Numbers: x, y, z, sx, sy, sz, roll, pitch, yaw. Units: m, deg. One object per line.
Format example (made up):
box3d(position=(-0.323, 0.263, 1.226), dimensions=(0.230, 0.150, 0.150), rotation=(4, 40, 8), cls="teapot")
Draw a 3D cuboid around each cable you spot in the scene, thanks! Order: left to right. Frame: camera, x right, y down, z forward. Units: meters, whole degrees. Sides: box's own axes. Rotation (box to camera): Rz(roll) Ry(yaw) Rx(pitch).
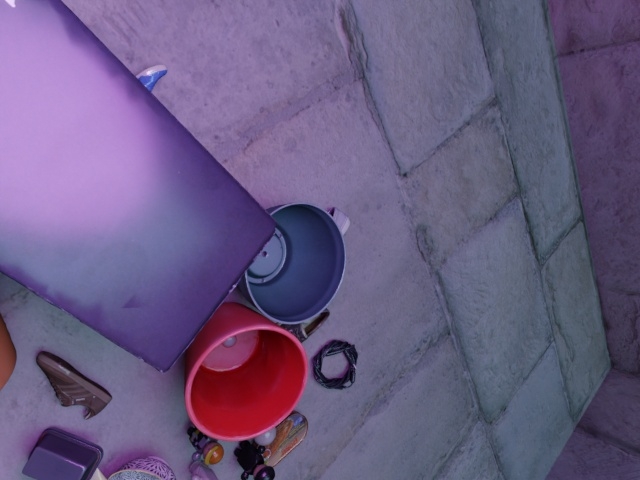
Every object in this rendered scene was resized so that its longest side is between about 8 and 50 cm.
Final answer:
box3d(position=(0.051, 0.385, 1.443), dimensions=(0.184, 0.047, 0.151), rotation=(25, 80, -37), cls="cable")

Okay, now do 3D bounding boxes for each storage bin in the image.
box3d(position=(-0.531, 0.457, 0.941), dimensions=(0.135, 0.091, 0.098), rotation=(29, 77, -8), cls="storage bin")

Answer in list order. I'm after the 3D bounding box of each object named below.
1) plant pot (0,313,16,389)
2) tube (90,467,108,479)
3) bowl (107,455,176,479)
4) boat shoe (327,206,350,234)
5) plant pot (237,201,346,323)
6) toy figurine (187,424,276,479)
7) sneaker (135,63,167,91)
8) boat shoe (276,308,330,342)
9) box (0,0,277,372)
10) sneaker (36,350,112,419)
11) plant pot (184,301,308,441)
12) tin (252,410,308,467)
box3d(position=(-0.648, 0.176, 0.745), dimensions=(0.290, 0.290, 0.204), rotation=(-36, 132, -29), cls="plant pot")
box3d(position=(-0.462, 0.607, 1.031), dimensions=(0.070, 0.062, 0.240), rotation=(-38, 104, -30), cls="tube")
box3d(position=(-0.399, 0.560, 1.077), dimensions=(0.080, 0.170, 0.170), rotation=(-76, 148, -64), cls="bowl")
box3d(position=(0.001, 0.000, 1.341), dimensions=(0.081, 0.079, 0.228), rotation=(43, 65, -24), cls="boat shoe")
box3d(position=(-0.106, 0.045, 1.180), dimensions=(0.293, 0.196, 0.293), rotation=(-6, 100, -36), cls="plant pot")
box3d(position=(-0.221, 0.540, 1.169), dimensions=(0.209, 0.148, 0.213), rotation=(-8, 112, -37), cls="toy figurine")
box3d(position=(-0.382, -0.313, 1.004), dimensions=(0.152, 0.058, 0.085), rotation=(-40, 112, -22), cls="sneaker")
box3d(position=(-0.065, 0.254, 1.317), dimensions=(0.223, 0.073, 0.080), rotation=(-37, 117, -29), cls="boat shoe")
box3d(position=(-0.410, -0.092, 0.752), dimensions=(0.480, 0.471, 0.297), rotation=(47, 68, -31), cls="box")
box3d(position=(-0.528, 0.309, 0.971), dimensions=(0.071, 0.066, 0.188), rotation=(-50, 122, -20), cls="sneaker")
box3d(position=(-0.196, 0.278, 1.087), dimensions=(0.274, 0.243, 0.275), rotation=(-7, 107, -23), cls="plant pot")
box3d(position=(-0.118, 0.576, 1.344), dimensions=(0.189, 0.040, 0.106), rotation=(-31, 110, -31), cls="tin")
